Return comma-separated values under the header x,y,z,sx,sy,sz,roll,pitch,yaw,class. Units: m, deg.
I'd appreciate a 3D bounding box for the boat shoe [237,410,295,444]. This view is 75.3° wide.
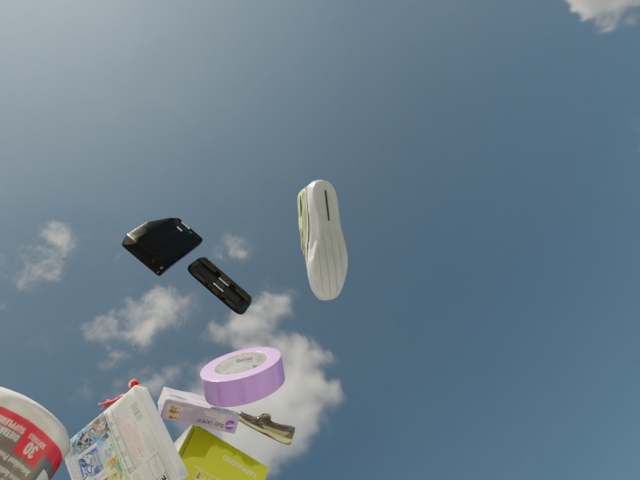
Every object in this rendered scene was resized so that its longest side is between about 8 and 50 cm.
x,y,z,sx,sy,sz,roll,pitch,yaw,class
-0.198,0.666,1.510,0.223,0.080,0.073,24,-114,4,boat shoe

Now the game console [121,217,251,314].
x,y,z,sx,sy,sz,roll,pitch,yaw,class
-0.341,0.077,1.134,0.361,0.213,0.044,41,-67,-5,game console

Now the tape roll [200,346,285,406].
x,y,z,sx,sy,sz,roll,pitch,yaw,class
-0.262,0.457,1.414,0.274,0.275,0.090,-11,-84,-12,tape roll

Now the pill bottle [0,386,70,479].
x,y,z,sx,sy,sz,roll,pitch,yaw,class
-0.458,0.341,0.459,0.176,0.318,0.176,5,-55,8,pill bottle

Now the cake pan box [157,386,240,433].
x,y,z,sx,sy,sz,roll,pitch,yaw,class
-0.426,0.590,1.451,0.266,0.245,0.070,22,-105,-19,cake pan box

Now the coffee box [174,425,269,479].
x,y,z,sx,sy,sz,roll,pitch,yaw,class
-0.444,0.936,1.500,0.337,0.338,0.334,34,-47,-6,coffee box

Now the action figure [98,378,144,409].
x,y,z,sx,sy,sz,roll,pitch,yaw,class
-0.563,0.547,1.248,0.139,0.280,0.091,-26,-42,-18,action figure

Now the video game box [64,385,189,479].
x,y,z,sx,sy,sz,roll,pitch,yaw,class
-0.378,0.423,0.795,0.187,0.205,0.048,-38,-28,-7,video game box

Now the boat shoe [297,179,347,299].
x,y,z,sx,sy,sz,roll,pitch,yaw,class
0.000,0.000,1.059,0.109,0.094,0.302,2,-99,-33,boat shoe
